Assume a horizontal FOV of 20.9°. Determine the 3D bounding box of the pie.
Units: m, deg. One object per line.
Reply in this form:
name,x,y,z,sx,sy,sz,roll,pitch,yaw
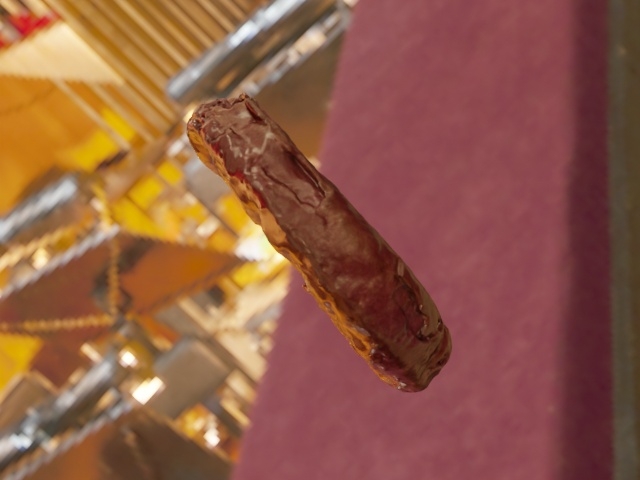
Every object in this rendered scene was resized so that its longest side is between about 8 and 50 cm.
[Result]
pie,0.000,0.000,1.048,0.054,0.219,0.204,-39,-1,-2
